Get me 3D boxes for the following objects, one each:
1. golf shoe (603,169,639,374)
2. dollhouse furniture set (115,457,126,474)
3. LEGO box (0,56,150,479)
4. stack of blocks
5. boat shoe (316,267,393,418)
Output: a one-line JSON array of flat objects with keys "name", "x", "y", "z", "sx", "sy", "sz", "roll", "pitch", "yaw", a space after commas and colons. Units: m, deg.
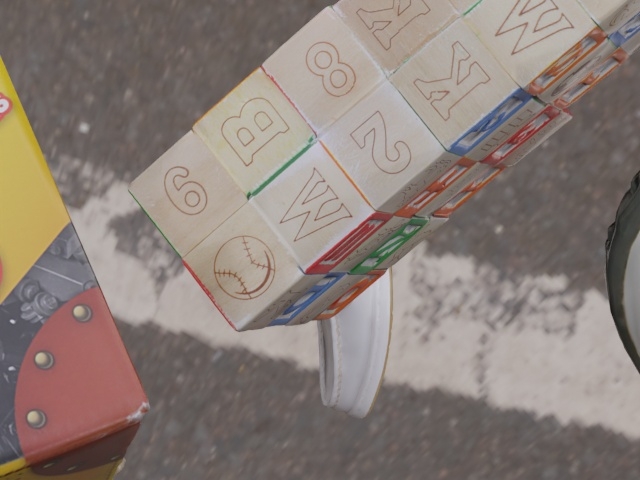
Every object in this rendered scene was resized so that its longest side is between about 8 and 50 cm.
[{"name": "golf shoe", "x": 0.159, "y": 0.053, "z": 0.286, "sx": 0.272, "sy": 0.105, "sz": 0.120, "roll": 28, "pitch": 27, "yaw": 20}, {"name": "dollhouse furniture set", "x": -0.340, "y": 0.097, "z": 1.117, "sx": 0.355, "sy": 0.303, "sz": 0.174, "roll": 44, "pitch": 37, "yaw": -17}, {"name": "LEGO box", "x": -0.380, "y": 0.020, "z": 0.824, "sx": 0.500, "sy": 0.193, "sz": 0.373, "roll": -20, "pitch": 75, "yaw": -22}, {"name": "stack of blocks", "x": 0.068, "y": -0.084, "z": 0.922, "sx": 0.297, "sy": 0.171, "sz": 0.087, "roll": -40, "pitch": 80, "yaw": 12}, {"name": "boat shoe", "x": 0.000, "y": 0.000, "z": 1.433, "sx": 0.096, "sy": 0.098, "sz": 0.277, "roll": -4, "pitch": 104, "yaw": -14}]
